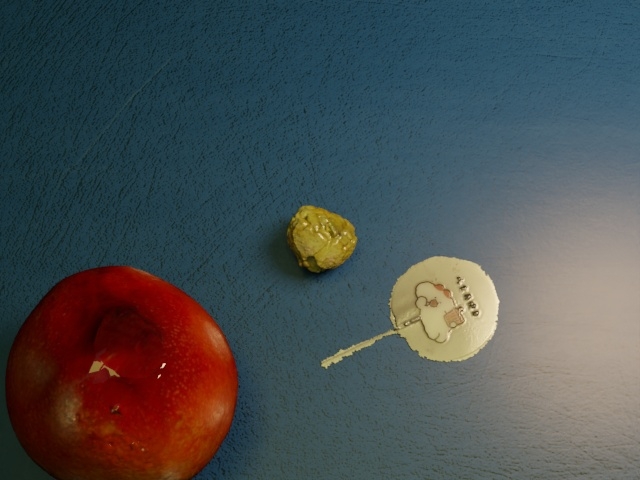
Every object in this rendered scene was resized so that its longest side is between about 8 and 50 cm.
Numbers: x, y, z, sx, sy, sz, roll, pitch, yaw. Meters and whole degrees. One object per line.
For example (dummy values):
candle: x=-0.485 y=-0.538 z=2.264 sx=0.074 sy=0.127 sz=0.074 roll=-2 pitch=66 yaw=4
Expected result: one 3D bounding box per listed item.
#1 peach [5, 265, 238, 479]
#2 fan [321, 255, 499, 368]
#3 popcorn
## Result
peach: x=-0.315 y=0.221 z=1.760 sx=0.388 sy=0.388 sz=0.388 roll=-2 pitch=70 yaw=6
fan: x=0.149 y=0.143 z=1.924 sx=0.329 sy=0.009 sz=0.190 roll=-23 pitch=70 yaw=-3
popcorn: x=0.000 y=0.000 z=1.948 sx=0.121 sy=0.116 sz=0.106 roll=10 pitch=103 yaw=-31
